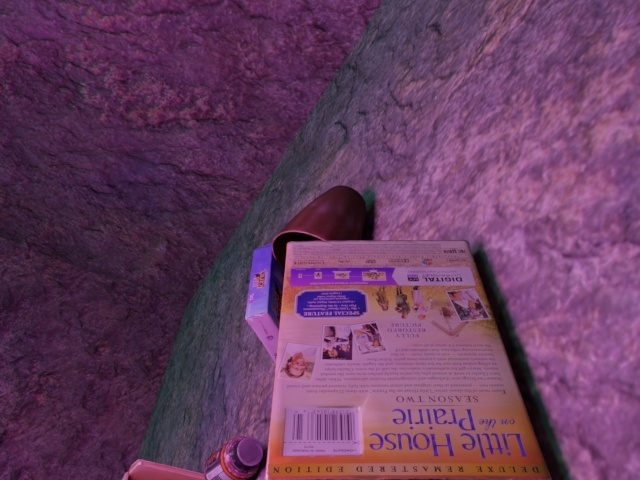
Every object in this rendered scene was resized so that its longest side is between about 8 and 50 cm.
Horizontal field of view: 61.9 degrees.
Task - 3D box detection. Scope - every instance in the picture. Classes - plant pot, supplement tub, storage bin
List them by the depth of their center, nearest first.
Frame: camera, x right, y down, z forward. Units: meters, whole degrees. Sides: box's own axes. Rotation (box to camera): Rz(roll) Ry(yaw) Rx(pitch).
[{"bbox_3d":[0.024,-0.025,1.353,0.215,0.215,0.230,-41,16,52],"label":"plant pot"},{"bbox_3d":[-0.218,0.568,1.367,0.198,0.106,0.106,-48,24,41],"label":"supplement tub"},{"bbox_3d":[-0.440,0.776,1.474,0.123,0.261,0.262,-60,18,27],"label":"storage bin"}]

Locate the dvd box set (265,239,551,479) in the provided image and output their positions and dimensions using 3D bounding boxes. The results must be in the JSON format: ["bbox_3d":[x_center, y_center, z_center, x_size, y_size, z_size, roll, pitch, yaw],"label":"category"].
[{"bbox_3d":[0.094,0.147,0.739,0.420,0.308,0.062,-91,-1,-53],"label":"dvd box set"}]

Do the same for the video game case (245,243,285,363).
[{"bbox_3d":[-0.098,0.180,1.343,0.061,0.244,0.269,-20,33,12],"label":"video game case"}]
